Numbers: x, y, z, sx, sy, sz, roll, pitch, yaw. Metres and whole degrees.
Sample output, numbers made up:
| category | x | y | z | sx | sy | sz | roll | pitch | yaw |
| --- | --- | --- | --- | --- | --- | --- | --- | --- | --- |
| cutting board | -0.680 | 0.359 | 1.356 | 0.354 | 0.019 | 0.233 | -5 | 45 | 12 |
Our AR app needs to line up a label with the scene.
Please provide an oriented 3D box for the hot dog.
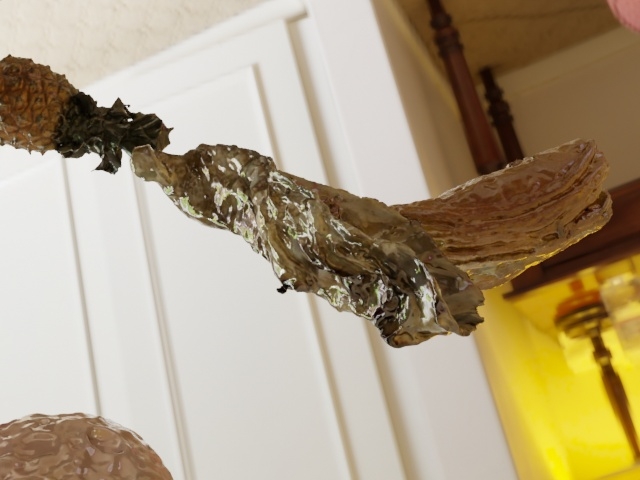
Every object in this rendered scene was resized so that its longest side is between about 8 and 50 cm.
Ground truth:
| category | x | y | z | sx | sy | sz | roll | pitch | yaw |
| --- | --- | --- | --- | --- | --- | --- | --- | --- | --- |
| hot dog | 0.189 | -0.016 | 1.132 | 0.272 | 0.122 | 0.196 | -20 | 167 | -8 |

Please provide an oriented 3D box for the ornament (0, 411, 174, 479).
| category | x | y | z | sx | sy | sz | roll | pitch | yaw |
| --- | --- | --- | --- | --- | --- | --- | --- | --- | --- |
| ornament | -0.221 | 0.272 | 0.831 | 0.225 | 0.259 | 0.259 | -20 | 161 | -27 |

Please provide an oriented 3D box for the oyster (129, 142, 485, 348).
| category | x | y | z | sx | sy | sz | roll | pitch | yaw |
| --- | --- | --- | --- | --- | --- | --- | --- | --- | --- |
| oyster | 0.006 | -0.003 | 0.978 | 0.204 | 0.396 | 0.111 | 10 | 106 | -53 |

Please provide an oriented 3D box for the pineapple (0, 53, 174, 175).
| category | x | y | z | sx | sy | sz | roll | pitch | yaw |
| --- | --- | --- | --- | --- | --- | --- | --- | --- | --- |
| pineapple | -0.323 | -0.153 | 1.355 | 0.248 | 0.128 | 0.128 | 20 | 151 | 0 |
